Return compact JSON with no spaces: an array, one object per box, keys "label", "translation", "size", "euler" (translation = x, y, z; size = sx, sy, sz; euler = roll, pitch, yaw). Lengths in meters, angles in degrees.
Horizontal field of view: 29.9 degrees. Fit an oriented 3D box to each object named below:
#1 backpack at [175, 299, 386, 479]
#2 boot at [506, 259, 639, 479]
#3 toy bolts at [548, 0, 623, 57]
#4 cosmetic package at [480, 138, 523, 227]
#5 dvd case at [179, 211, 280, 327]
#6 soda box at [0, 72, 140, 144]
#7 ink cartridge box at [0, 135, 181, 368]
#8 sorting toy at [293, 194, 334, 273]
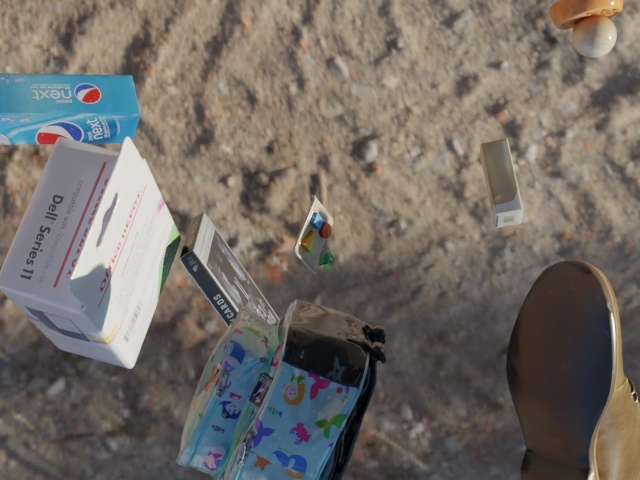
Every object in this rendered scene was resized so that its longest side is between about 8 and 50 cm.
[{"label":"backpack","translation":[-0.048,0.201,1.290],"size":[0.191,0.225,0.254],"euler":[15,98,-1]},{"label":"boot","translation":[0.256,0.147,1.152],"size":[0.115,0.112,0.305],"euler":[-24,121,-37]},{"label":"toy bolts","translation":[0.434,-0.344,1.676],"size":[0.228,0.159,0.218],"euler":[-16,176,13]},{"label":"cosmetic package","translation":[0.263,-0.083,1.740],"size":[0.041,0.115,0.060],"euler":[-10,158,4]},{"label":"dvd case","translation":[-0.118,0.086,1.723],"size":[0.029,0.179,0.239],"euler":[-32,106,9]},{"label":"soda box","translation":[-0.351,-0.173,1.585],"size":[0.210,0.071,0.067],"euler":[-3,147,-22]},{"label":"ink cartridge box","translation":[-0.287,0.011,1.494],"size":[0.119,0.207,0.353],"euler":[16,161,8]},{"label":"sorting toy","translation":[0.000,0.000,1.133],"size":[0.012,0.062,0.083],"euler":[11,163,23]}]
